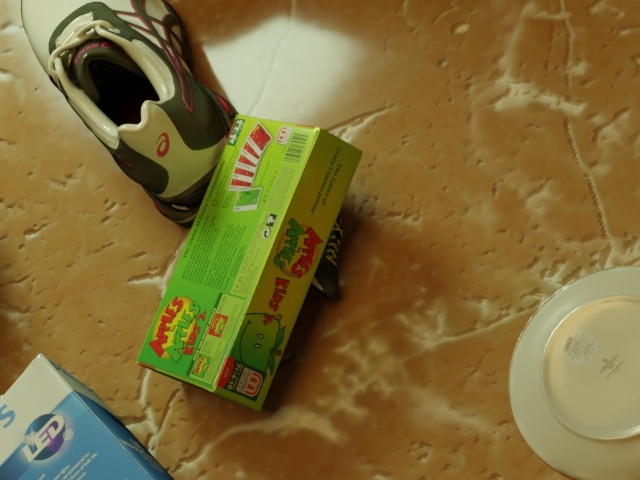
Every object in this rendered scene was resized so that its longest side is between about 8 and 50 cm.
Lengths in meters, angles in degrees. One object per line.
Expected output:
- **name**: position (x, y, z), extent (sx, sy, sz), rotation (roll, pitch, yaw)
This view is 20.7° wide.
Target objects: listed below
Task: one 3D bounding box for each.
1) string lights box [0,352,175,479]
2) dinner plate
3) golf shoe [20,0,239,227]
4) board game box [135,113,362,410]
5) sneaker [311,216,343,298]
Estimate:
- **string lights box**: position (-0.136, 0.205, 1.108), extent (0.133, 0.077, 0.260), rotation (-47, 56, -2)
- **dinner plate**: position (0.179, 0.078, 1.056), extent (0.141, 0.017, 0.141), rotation (-12, 61, 21)
- **golf shoe**: position (-0.146, -0.132, 1.252), extent (0.105, 0.120, 0.273), rotation (-44, 54, 3)
- **board game box**: position (-0.047, 0.012, 1.149), extent (0.092, 0.043, 0.181), rotation (13, 79, 51)
- **sneaker**: position (0.000, 0.000, 1.169), extent (0.035, 0.031, 0.083), rotation (-27, 58, 11)
